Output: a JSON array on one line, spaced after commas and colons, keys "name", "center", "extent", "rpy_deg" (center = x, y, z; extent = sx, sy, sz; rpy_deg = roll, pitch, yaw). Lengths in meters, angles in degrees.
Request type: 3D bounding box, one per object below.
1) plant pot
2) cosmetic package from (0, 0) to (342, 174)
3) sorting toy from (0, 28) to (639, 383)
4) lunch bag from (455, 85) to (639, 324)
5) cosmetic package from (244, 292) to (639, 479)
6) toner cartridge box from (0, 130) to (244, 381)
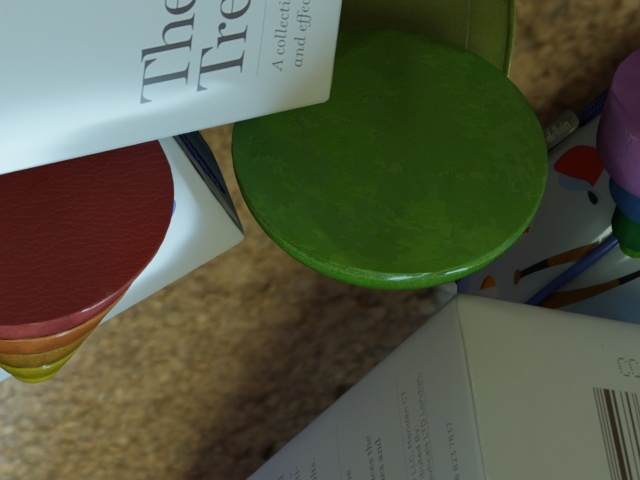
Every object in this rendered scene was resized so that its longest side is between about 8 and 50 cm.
[{"name": "plant pot", "center": [0.040, -0.090, 0.848], "extent": [0.079, 0.083, 0.083], "rpy_deg": [5, 125, -8]}, {"name": "cosmetic package", "center": [-0.112, -0.201, 0.587], "extent": [0.284, 0.097, 0.377], "rpy_deg": [-15, 127, -31]}, {"name": "sorting toy", "center": [0.000, 0.000, 0.790], "extent": [0.365, 0.127, 0.126], "rpy_deg": [-8, 144, -12]}, {"name": "lunch bag", "center": [0.215, 0.026, 0.968], "extent": [0.243, 0.115, 0.303], "rpy_deg": [-40, 128, 18]}, {"name": "cosmetic package", "center": [0.064, 0.189, 0.924], "extent": [0.217, 0.156, 0.385], "rpy_deg": [9, 145, -25]}, {"name": "toner cartridge box", "center": [-0.225, 0.013, 0.831], "extent": [0.347, 0.075, 0.165], "rpy_deg": [-30, 130, 5]}]
